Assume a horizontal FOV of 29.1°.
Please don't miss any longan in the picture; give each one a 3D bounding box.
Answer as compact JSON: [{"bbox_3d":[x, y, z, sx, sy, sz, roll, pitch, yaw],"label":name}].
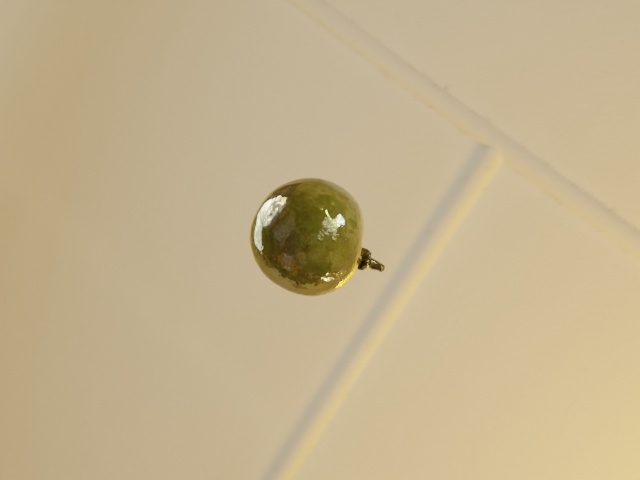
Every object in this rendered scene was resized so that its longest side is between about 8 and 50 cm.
[{"bbox_3d":[0.000,0.000,0.731,0.083,0.075,0.075,22,-71,-6],"label":"longan"}]
